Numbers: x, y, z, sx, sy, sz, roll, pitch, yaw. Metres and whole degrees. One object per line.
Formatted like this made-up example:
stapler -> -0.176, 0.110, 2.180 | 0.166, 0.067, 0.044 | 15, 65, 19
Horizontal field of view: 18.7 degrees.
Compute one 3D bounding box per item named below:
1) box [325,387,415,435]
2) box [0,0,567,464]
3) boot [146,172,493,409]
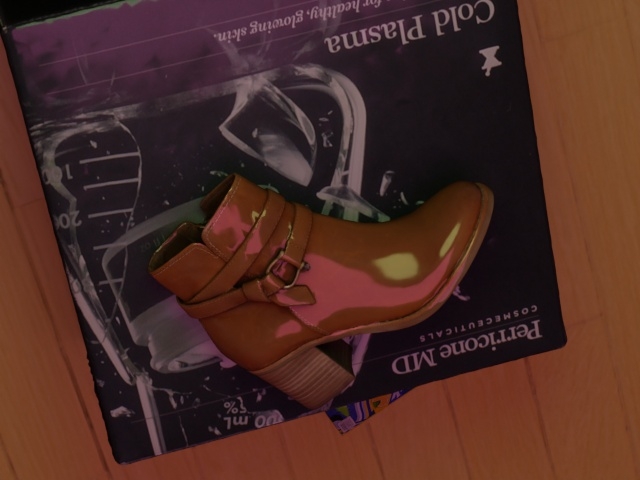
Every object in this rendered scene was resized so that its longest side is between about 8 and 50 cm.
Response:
box -> 0.075, 0.146, 2.207 | 0.169, 0.059, 0.054 | -33, 114, 2
box -> -0.045, -0.095, 1.955 | 0.479, 0.297, 0.472 | -15, 117, -6
boot -> 0.000, 0.000, 1.796 | 0.283, 0.109, 0.220 | -43, 111, 16
